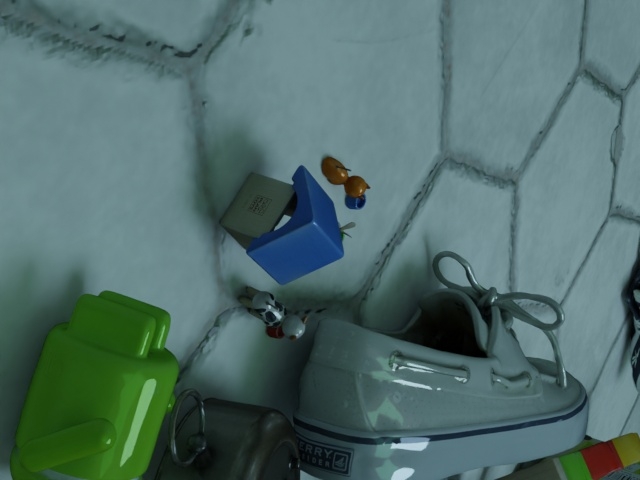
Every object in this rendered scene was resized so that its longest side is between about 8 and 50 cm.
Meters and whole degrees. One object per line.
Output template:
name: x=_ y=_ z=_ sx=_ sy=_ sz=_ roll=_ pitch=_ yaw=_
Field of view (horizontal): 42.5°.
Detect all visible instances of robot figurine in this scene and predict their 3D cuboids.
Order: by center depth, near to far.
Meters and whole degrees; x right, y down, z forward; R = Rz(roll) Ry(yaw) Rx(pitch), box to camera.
robot figurine: x=-0.111 y=0.085 z=0.405 sx=0.101 sy=0.067 sz=0.115 roll=-2 pitch=110 yaw=-85

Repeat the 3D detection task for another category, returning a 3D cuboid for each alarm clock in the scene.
alarm clock: x=-0.055 y=0.149 z=0.475 sx=0.192 sy=0.064 sz=0.129 roll=75 pitch=25 yaw=-45

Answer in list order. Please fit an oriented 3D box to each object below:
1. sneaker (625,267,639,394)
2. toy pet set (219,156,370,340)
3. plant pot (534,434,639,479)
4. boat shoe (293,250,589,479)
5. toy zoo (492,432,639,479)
sneaker: x=0.474 y=0.121 z=1.162 sx=0.153 sy=0.094 sz=0.235 roll=4 pitch=103 yaw=-52
toy pet set: x=0.000 y=0.000 z=0.512 sx=0.122 sy=0.065 sz=0.114 roll=-60 pitch=143 yaw=-15
plant pot: x=0.355 y=0.381 z=1.028 sx=0.227 sy=0.228 sz=0.207 roll=-9 pitch=107 yaw=-50
boat shoe: x=0.117 y=0.089 z=0.672 sx=0.367 sy=0.135 sz=0.157 roll=5 pitch=91 yaw=-46
toy zoo: x=0.202 y=0.241 z=0.809 sx=0.293 sy=0.192 sz=0.030 roll=9 pitch=56 yaw=-53
